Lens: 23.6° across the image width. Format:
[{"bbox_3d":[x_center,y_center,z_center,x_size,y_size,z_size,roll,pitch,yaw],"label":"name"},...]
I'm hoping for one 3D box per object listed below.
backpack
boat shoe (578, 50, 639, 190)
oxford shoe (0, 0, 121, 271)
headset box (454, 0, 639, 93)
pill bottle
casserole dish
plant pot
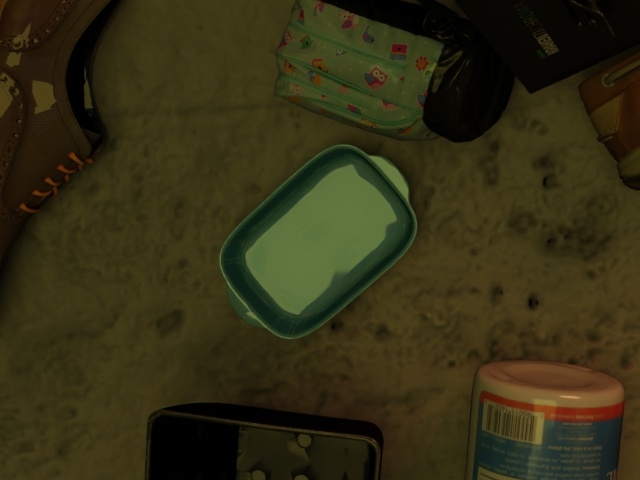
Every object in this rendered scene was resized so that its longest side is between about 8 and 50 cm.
[{"bbox_3d":[0.051,-0.143,1.226,0.182,0.152,0.115,21,93,21],"label":"backpack"},{"bbox_3d":[0.339,-0.172,1.170,0.324,0.122,0.120,-38,83,14],"label":"boat shoe"},{"bbox_3d":[-0.263,-0.067,1.313,0.133,0.130,0.363,15,100,4],"label":"oxford shoe"},{"bbox_3d":[0.137,-0.267,1.096,0.131,0.246,0.283,-24,70,15],"label":"headset box"},{"bbox_3d":[0.177,0.217,1.251,0.124,0.124,0.221,6,99,12],"label":"pill bottle"},{"bbox_3d":[0.000,0.000,1.307,0.188,0.037,0.114,-42,87,15],"label":"casserole dish"},{"bbox_3d":[-0.035,0.223,1.276,0.187,0.167,0.188,6,99,11],"label":"plant pot"}]
